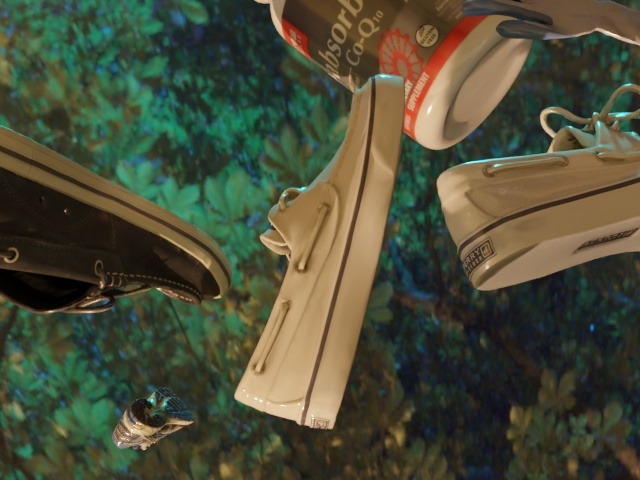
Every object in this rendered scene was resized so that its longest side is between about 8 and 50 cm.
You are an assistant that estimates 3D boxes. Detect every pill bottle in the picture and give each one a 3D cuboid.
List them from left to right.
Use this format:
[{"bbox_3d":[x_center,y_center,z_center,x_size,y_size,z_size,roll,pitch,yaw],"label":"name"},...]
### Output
[{"bbox_3d":[0.069,-0.295,1.538,0.363,0.210,0.210,39,-111,19],"label":"pill bottle"}]

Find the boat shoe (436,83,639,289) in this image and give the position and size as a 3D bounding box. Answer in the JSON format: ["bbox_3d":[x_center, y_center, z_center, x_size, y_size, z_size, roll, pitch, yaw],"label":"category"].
[{"bbox_3d":[0.263,-0.069,1.157,0.367,0.136,0.156,-14,-112,-24],"label":"boat shoe"}]

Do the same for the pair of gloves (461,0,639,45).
[{"bbox_3d":[0.207,-0.214,1.007,0.159,0.023,0.198,15,-136,11],"label":"pair of gloves"}]

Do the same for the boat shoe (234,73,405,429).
[{"bbox_3d":[0.000,0.000,0.899,0.088,0.096,0.267,14,-93,1],"label":"boat shoe"}]

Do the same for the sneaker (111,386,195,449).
[{"bbox_3d":[-0.190,0.202,1.362,0.058,0.135,0.052,-45,-107,14],"label":"sneaker"}]

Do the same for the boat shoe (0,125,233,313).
[{"bbox_3d":[-0.271,-0.002,1.264,0.187,0.500,0.156,19,-95,32],"label":"boat shoe"}]
